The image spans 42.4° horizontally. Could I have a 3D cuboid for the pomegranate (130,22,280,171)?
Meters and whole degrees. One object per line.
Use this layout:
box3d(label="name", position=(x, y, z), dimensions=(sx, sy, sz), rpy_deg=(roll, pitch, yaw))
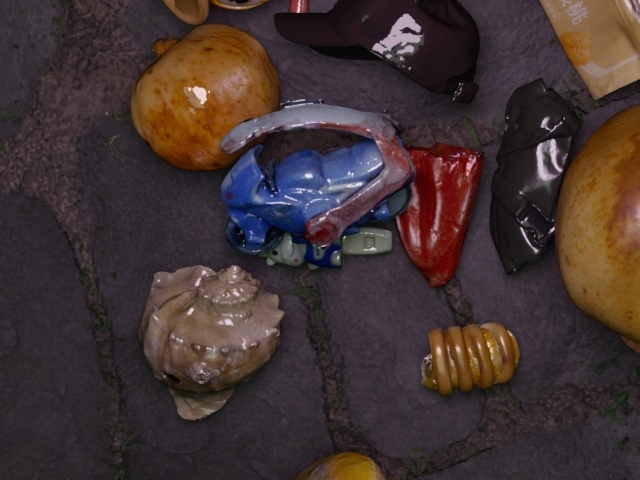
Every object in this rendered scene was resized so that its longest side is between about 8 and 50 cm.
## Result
box3d(label="pomegranate", position=(-0.184, -0.230, 1.320), dimensions=(0.248, 0.248, 0.248), rpy_deg=(1, 101, 6))

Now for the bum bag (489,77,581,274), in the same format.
box3d(label="bum bag", position=(0.338, -0.100, 1.340), dimensions=(0.080, 0.142, 0.326), rpy_deg=(0, 102, -33))

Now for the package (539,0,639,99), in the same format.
box3d(label="package", position=(0.453, -0.398, 1.250), dimensions=(0.221, 0.165, 0.311), rpy_deg=(-27, 96, 10))

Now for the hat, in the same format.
box3d(label="hat", position=(0.106, -0.359, 1.267), dimensions=(0.336, 0.238, 0.209), rpy_deg=(21, 104, 12))

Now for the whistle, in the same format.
box3d(label="whistle", position=(0.000, 0.000, 1.410), dimensions=(0.245, 0.092, 0.110), rpy_deg=(3, 108, 5))

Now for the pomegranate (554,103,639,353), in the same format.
box3d(label="pomegranate", position=(0.527, -0.012, 1.203), dimensions=(0.417, 0.416, 0.416), rpy_deg=(1, 101, 6))

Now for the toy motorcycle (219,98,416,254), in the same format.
box3d(label="toy motorcycle", position=(-0.019, -0.106, 1.288), dimensions=(0.319, 0.182, 0.241), rpy_deg=(-16, 105, 4))

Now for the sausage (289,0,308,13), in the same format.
box3d(label="sausage", position=(-0.027, -0.478, 1.354), dimensions=(0.034, 0.034, 0.253), rpy_deg=(6, 101, 5))

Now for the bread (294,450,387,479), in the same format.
box3d(label="bread", position=(0.037, 0.472, 1.452), dimensions=(0.197, 0.197, 0.170), rpy_deg=(-33, 102, 11))

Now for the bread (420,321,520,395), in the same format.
box3d(label="bread", position=(0.257, 0.203, 1.426), dimensions=(0.177, 0.084, 0.119), rpy_deg=(-10, 100, 4))

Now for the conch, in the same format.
box3d(label="conch", position=(-0.215, 0.174, 1.433), dimensions=(0.263, 0.186, 0.324), rpy_deg=(28, 102, 19))

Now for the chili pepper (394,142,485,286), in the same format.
box3d(label="chili pepper", position=(0.182, -0.043, 1.380), dimensions=(0.144, 0.136, 0.252), rpy_deg=(-2, 110, -20))

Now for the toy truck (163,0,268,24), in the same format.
box3d(label="toy truck", position=(-0.172, -0.470, 1.256), dimensions=(0.288, 0.204, 0.211), rpy_deg=(41, 75, 8))
